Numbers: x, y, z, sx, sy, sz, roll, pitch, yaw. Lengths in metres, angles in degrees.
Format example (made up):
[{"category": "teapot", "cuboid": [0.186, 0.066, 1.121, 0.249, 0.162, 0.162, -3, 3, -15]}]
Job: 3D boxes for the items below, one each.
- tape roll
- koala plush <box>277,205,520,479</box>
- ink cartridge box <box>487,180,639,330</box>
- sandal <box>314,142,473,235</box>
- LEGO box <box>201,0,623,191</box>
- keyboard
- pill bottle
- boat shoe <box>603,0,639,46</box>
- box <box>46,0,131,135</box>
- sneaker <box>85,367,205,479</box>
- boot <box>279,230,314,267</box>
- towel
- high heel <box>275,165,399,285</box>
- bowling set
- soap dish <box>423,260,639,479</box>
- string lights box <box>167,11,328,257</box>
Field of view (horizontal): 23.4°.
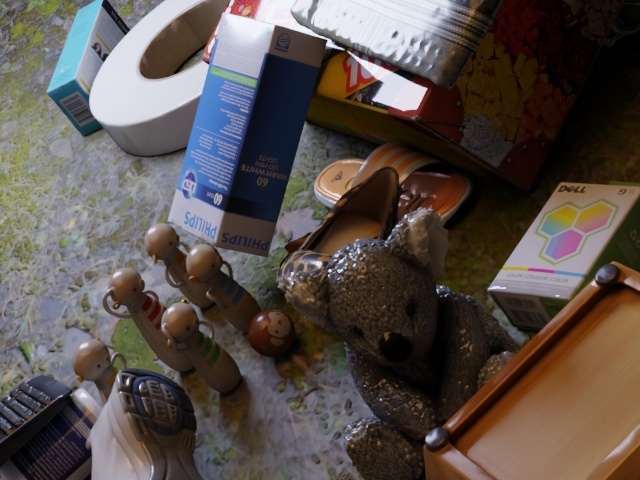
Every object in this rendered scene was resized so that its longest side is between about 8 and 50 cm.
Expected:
[{"category": "tape roll", "cuboid": [-0.174, -0.286, 2.343, 0.392, 0.072, 0.392, -26, 32, 18]}, {"category": "koala plush", "cuboid": [0.074, 0.081, 1.469, 0.196, 0.221, 0.203, -27, 33, 16]}, {"category": "ink cartridge box", "cuboid": [0.270, -0.002, 1.538, 0.109, 0.062, 0.209, 6, 51, 49]}, {"category": "sandal", "cuboid": [0.063, -0.070, 1.816, 0.102, 0.076, 0.265, -49, 34, -19]}, {"category": "LEGO box", "cuboid": [0.120, -0.306, 1.850, 0.500, 0.193, 0.372, 23, 86, 56]}, {"category": "keyboard", "cuboid": [-0.386, 0.229, 1.803, 0.201, 0.033, 0.317, -44, 9, -14]}, {"category": "pill bottle", "cuboid": [-0.299, 0.254, 1.730, 0.169, 0.094, 0.094, -42, 32, -10]}, {"category": "boat shoe", "cuboid": [0.350, -0.276, 1.815, 0.319, 0.116, 0.099, 28, 106, 51]}, {"category": "box", "cuboid": [-0.367, -0.285, 2.501, 0.060, 0.100, 0.244, -23, 34, 23]}, {"category": "sneaker", "cuboid": [-0.173, 0.274, 1.580, 0.129, 0.111, 0.297, -52, 36, 30]}, {"category": "boot", "cuboid": [0.000, 0.000, 1.786, 0.087, 0.042, 0.118, -37, 3, -24]}, {"category": "towel", "cuboid": [0.125, -0.332, 1.658, 0.324, 0.056, 0.312, 35, 99, 52]}, {"category": "high heel", "cuboid": [0.032, -0.014, 1.623, 0.186, 0.093, 0.261, -64, -4, -6]}, {"category": "bowling set", "cuboid": [-0.138, 0.074, 1.750, 0.200, 0.154, 0.287, -19, 36, 27]}, {"category": "soap dish", "cuboid": [0.242, 0.158, 1.301, 0.291, 0.118, 0.229, -43, 32, -9]}, {"category": "string lights box", "cuboid": [-0.088, -0.125, 1.794, 0.133, 0.077, 0.260, 25, 102, 56]}]
